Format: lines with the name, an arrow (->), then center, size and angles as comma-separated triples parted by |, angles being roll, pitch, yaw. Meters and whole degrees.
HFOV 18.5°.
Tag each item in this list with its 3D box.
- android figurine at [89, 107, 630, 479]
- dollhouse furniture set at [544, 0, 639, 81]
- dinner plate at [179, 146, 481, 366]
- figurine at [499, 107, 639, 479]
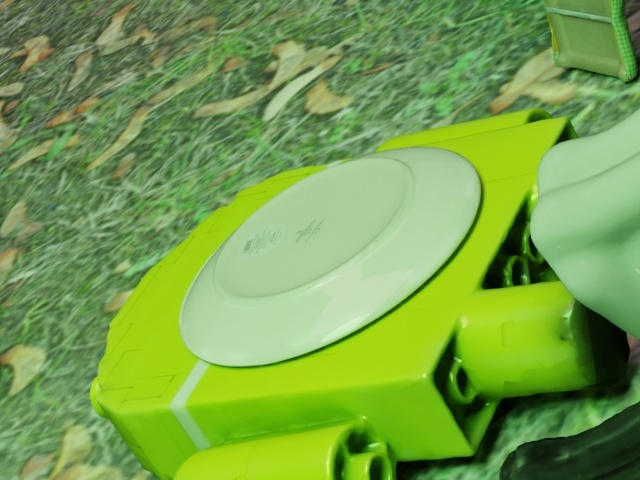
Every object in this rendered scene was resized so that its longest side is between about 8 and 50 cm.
android figurine -> 0.015, 0.029, 0.826 | 0.272, 0.056, 0.248 | -13, 32, 36
dollhouse furniture set -> 0.163, -0.116, 0.907 | 0.058, 0.076, 0.151 | -28, 24, -21
dinner plate -> 0.000, 0.000, 0.815 | 0.141, 0.017, 0.141 | -26, 26, 13
figurine -> 0.157, 0.001, 0.565 | 0.209, 0.092, 0.215 | -38, 28, 40
